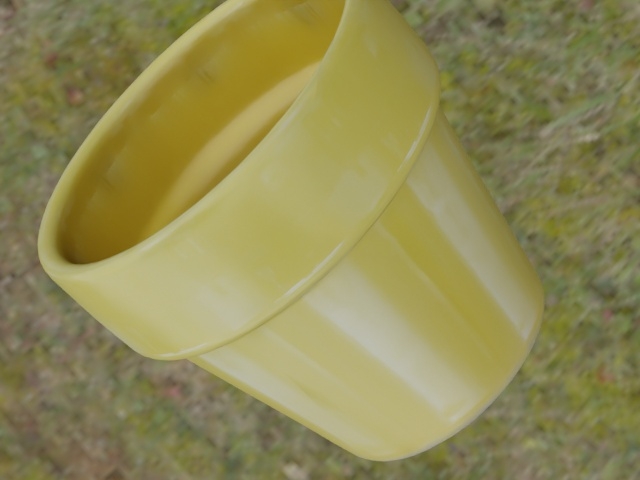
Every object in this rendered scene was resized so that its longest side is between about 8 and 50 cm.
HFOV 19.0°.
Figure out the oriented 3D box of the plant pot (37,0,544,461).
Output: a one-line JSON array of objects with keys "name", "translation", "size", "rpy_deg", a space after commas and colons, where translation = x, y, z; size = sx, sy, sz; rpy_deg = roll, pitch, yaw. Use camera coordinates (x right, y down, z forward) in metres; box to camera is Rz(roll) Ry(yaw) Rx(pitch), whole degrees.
[{"name": "plant pot", "translation": [0.000, 0.000, 1.152], "size": [0.254, 0.254, 0.239], "rpy_deg": [-23, 122, 38]}]
